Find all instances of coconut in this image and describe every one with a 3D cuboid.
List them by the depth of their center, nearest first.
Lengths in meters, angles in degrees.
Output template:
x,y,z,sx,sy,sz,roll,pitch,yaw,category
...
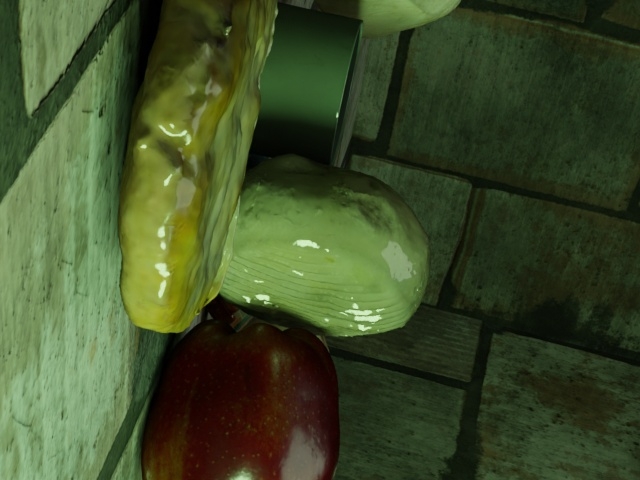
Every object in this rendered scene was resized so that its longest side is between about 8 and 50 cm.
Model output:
x,y,z,sx,sy,sz,roll,pitch,yaw,category
0.095,-0.471,1.905,0.329,0.328,0.329,14,90,-86,coconut

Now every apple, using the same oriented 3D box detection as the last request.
x,y,z,sx,sy,sz,roll,pitch,yaw,category
-0.109,0.269,1.674,0.288,0.288,0.317,74,22,-81,apple

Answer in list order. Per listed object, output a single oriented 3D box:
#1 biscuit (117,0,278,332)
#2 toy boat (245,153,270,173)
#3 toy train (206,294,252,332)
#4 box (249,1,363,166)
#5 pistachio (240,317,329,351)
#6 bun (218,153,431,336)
x,y,z,sx,sy,sz,roll,pitch,yaw,category
-0.132,-0.107,1.236,0.446,0.103,0.430,-66,169,-80,biscuit
-0.116,-0.044,1.956,0.208,0.078,0.134,84,12,-46,toy boat
-0.133,0.074,1.888,0.118,0.074,0.176,-43,158,-10,toy train
-0.032,-0.228,1.764,0.226,0.149,0.226,13,90,-86,box
-0.079,0.280,2.359,0.230,0.229,0.309,22,73,-86,pistachio
0.000,0.000,1.685,0.362,0.326,0.235,46,56,-57,bun
